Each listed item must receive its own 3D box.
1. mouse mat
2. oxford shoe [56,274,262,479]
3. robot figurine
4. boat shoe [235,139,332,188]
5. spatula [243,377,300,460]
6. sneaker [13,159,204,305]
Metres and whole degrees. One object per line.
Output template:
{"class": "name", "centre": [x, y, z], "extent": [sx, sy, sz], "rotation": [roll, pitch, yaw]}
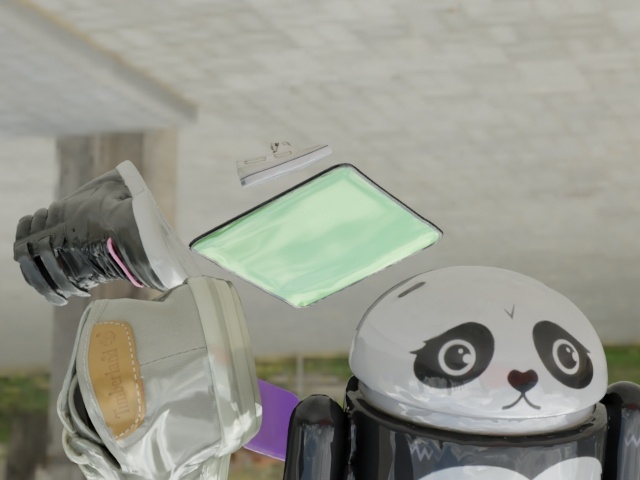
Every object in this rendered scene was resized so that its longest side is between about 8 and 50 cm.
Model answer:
{"class": "mouse mat", "centre": [0.000, 0.000, 1.328], "extent": [0.152, 0.007, 0.189], "rotation": [-27, 152, 19]}
{"class": "oxford shoe", "centre": [-0.139, 0.138, 1.266], "extent": [0.130, 0.169, 0.449], "rotation": [-12, 164, -13]}
{"class": "robot figurine", "centre": [0.096, 0.156, 1.049], "extent": [0.173, 0.278, 0.209], "rotation": [12, -164, 31]}
{"class": "boat shoe", "centre": [-0.038, -0.083, 1.626], "extent": [0.100, 0.035, 0.035], "rotation": [-21, 175, -14]}
{"class": "spatula", "centre": [0.001, 0.220, 1.662], "extent": [0.030, 0.084, 0.296], "rotation": [-21, 143, 21]}
{"class": "sneaker", "centre": [-0.203, 0.018, 1.517], "extent": [0.147, 0.105, 0.296], "rotation": [-31, -159, -6]}
